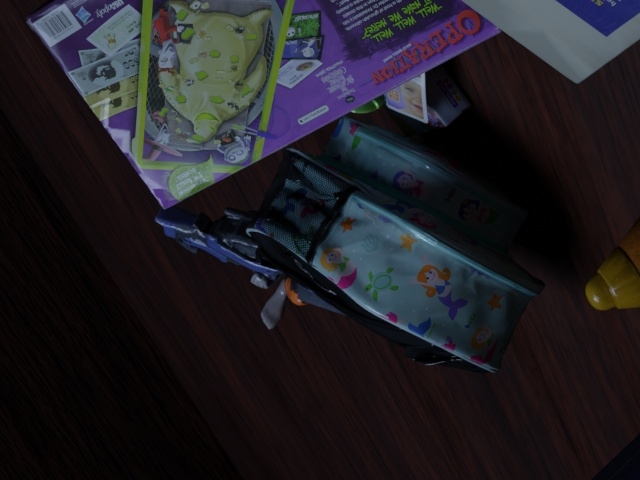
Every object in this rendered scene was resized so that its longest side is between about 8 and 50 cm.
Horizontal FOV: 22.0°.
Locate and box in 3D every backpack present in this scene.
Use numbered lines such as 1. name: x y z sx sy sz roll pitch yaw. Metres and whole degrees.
1. backpack: 0.085 0.011 1.545 0.225 0.191 0.253 27 -171 -41

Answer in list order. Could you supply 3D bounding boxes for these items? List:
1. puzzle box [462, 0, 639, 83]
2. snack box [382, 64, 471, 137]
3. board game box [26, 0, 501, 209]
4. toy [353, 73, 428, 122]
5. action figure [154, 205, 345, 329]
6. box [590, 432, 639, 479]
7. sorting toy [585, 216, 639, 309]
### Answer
1. puzzle box: 0.015 -0.238 0.830 0.409 0.052 0.272 36 173 -2
2. snack box: 0.068 -0.165 1.520 0.141 0.037 0.100 53 165 -9
3. board game box: -0.048 -0.183 1.349 0.208 0.347 0.056 57 -154 -14
4. toy: 0.024 -0.205 1.413 0.137 0.056 0.237 28 146 30
5. action figure: 0.000 0.000 1.854 0.341 0.178 0.330 22 154 7
6. box: 0.311 0.282 1.473 0.184 0.261 0.103 23 149 57
7. sorting toy: 0.296 0.103 1.291 0.365 0.126 0.127 64 178 -37
